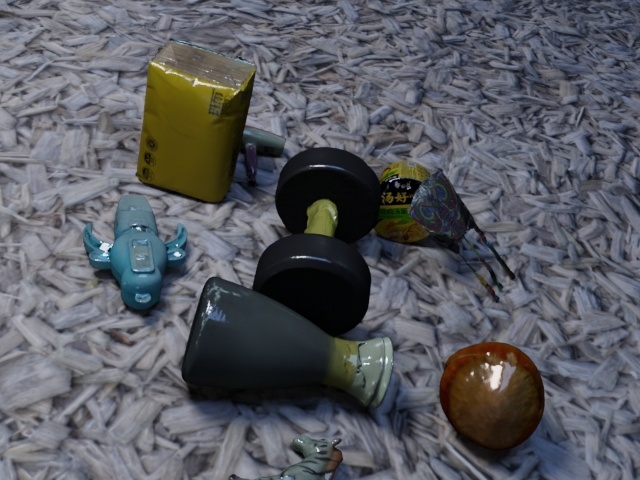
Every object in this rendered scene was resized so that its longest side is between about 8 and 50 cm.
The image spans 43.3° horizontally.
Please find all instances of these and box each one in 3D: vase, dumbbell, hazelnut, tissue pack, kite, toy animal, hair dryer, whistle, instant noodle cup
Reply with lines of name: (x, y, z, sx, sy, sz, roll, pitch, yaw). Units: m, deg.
vase: (-0.050, 0.180, 1.300, 0.321, 0.173, 0.173, 16, 42, -9)
dumbbell: (0.000, 0.000, 1.463, 0.203, 0.204, 0.323, 13, 43, -3)
hazelnut: (0.286, 0.243, 1.324, 0.182, 0.182, 0.182, 9, 43, -8)
tissue pack: (-0.247, -0.229, 1.580, 0.192, 0.271, 0.134, 18, 38, 2)
kite: (0.287, -0.004, 1.585, 0.285, 0.015, 0.152, 49, 51, -13)
toy animal: (-0.056, 0.369, 1.149, 0.169, 0.090, 0.255, 16, 45, -6)
hair dryer: (-0.137, -0.176, 1.730, 0.106, 0.054, 0.154, 15, 52, -8)
whistle: (-0.326, 0.014, 1.436, 0.186, 0.093, 0.274, 0, 42, -17)
instant noodle cup: (0.176, -0.088, 1.659, 0.151, 0.152, 0.122, 16, 34, 0)
